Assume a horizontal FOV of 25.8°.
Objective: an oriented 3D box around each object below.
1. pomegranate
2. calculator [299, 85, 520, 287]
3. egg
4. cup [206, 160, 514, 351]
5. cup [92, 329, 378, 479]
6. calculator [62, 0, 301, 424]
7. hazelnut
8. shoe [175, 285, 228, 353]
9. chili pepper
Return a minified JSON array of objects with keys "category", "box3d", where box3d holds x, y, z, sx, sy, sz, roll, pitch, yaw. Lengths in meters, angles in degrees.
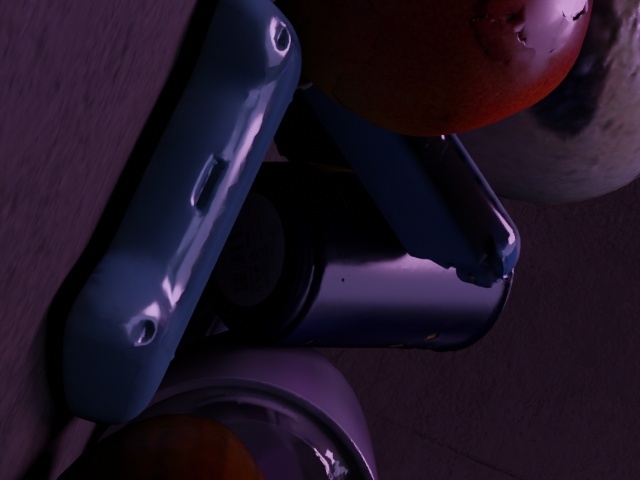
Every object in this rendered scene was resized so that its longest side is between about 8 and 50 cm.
[{"category":"pomegranate","box3d":[0.066,-0.165,0.910,0.235,0.210,0.210,-24,-147,47]},{"category":"calculator","box3d":[0.058,-0.081,1.130,0.051,0.293,0.173,-37,-167,-12]},{"category":"egg","box3d":[0.191,-0.216,1.244,0.428,0.345,0.345,73,30,-42]},{"category":"cup","box3d":[0.005,0.021,1.325,0.255,0.256,0.178,-12,-102,48]},{"category":"cup","box3d":[-0.069,0.213,1.270,0.371,0.253,0.253,-73,-173,-82]},{"category":"calculator","box3d":[-0.085,-0.004,0.864,0.386,0.054,0.256,130,-15,-77]},{"category":"hazelnut","box3d":[-0.107,0.214,0.877,0.212,0.181,0.181,-57,156,16]},{"category":"shoe","box3d":[-0.093,0.126,1.532,0.245,0.138,0.095,114,-4,-50]},{"category":"chili pepper","box3d":[0.056,-0.186,1.459,0.165,0.174,0.261,-12,135,-55]}]
